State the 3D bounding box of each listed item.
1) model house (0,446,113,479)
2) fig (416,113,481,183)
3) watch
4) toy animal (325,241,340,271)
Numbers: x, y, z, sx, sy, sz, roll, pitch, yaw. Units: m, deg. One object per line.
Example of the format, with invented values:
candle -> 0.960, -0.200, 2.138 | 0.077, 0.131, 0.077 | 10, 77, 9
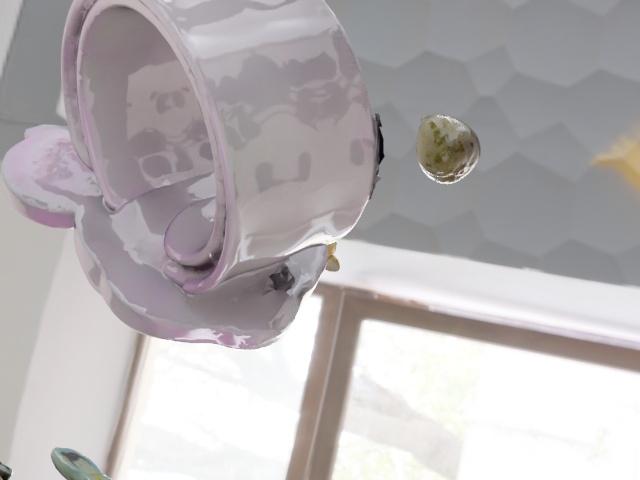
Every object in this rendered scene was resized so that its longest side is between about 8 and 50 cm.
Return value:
model house -> -0.296, 0.169, 0.583 | 0.242, 0.313, 0.357 | -48, -23, 5
fig -> 0.142, -0.110, 0.936 | 0.074, 0.074, 0.088 | 73, 173, -60
watch -> -0.075, -0.075, 0.522 | 0.211, 0.248, 0.217 | -19, -38, -34
toy animal -> 0.000, 0.000, 0.961 | 0.081, 0.083, 0.060 | 1, -78, -47
